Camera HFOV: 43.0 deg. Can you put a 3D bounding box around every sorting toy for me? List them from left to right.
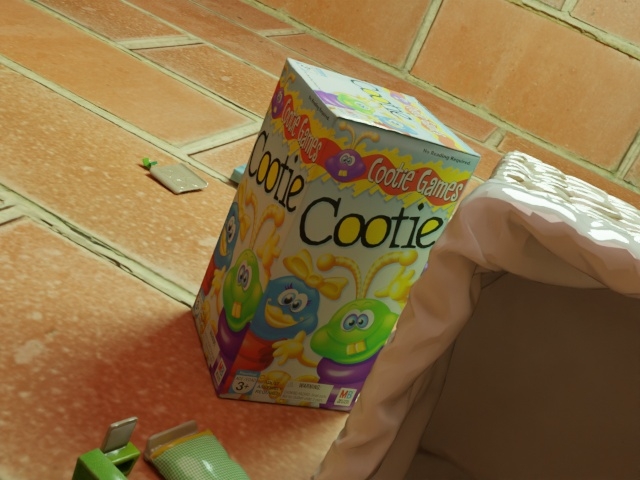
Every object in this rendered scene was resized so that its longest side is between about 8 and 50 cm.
[{"bbox_3d":[-0.199,-0.089,1.088,0.083,0.012,0.062,37,30,21],"label":"sorting toy"}]

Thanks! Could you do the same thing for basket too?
[{"bbox_3d":[0.184,0.145,0.540,0.329,0.331,0.266,27,21,6],"label":"basket"}]

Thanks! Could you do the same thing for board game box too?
[{"bbox_3d":[0.000,0.000,0.745,0.142,0.275,0.144,12,25,-27],"label":"board game box"}]

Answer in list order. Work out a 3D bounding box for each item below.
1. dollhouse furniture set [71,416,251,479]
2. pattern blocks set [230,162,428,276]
[{"bbox_3d":[-0.108,0.158,0.573,0.076,0.058,0.152,37,26,28],"label":"dollhouse furniture set"},{"bbox_3d":[0.041,-0.038,1.190,0.325,0.026,0.285,32,24,20],"label":"pattern blocks set"}]
